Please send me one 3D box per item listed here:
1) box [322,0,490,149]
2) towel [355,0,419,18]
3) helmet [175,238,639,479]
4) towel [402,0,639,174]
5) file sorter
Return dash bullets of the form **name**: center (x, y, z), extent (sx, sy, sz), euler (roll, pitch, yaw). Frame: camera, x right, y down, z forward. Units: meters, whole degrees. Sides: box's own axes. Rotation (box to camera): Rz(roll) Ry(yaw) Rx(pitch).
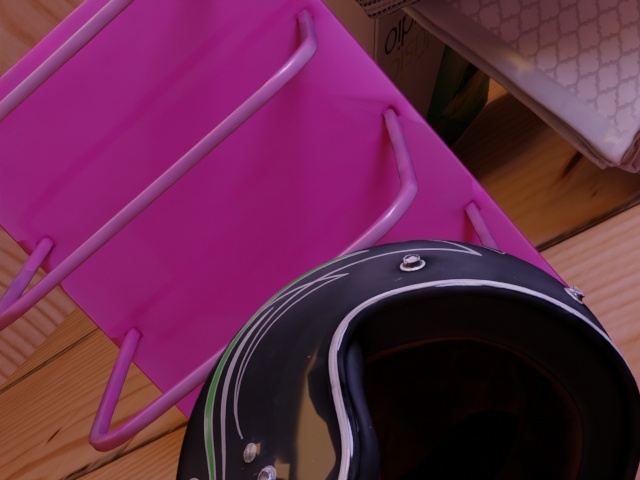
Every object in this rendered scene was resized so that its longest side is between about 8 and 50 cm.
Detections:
- **box**: center (0.081, -0.181, 1.173), extent (0.232, 0.058, 0.322), euler (-50, -25, -35)
- **towel**: center (0.101, -0.321, 0.771), extent (0.056, 0.324, 0.312), euler (-7, -4, -45)
- **helmet**: center (0.030, 0.082, 0.503), extent (0.169, 0.169, 0.161), euler (-30, 32, 48)
- **towel**: center (0.143, -0.252, 0.820), extent (0.053, 0.332, 0.317), euler (-8, -48, -47)
- **file sorter**: center (-0.029, 0.012, 0.660), extent (0.202, 0.291, 0.182), euler (-40, 13, 9)
